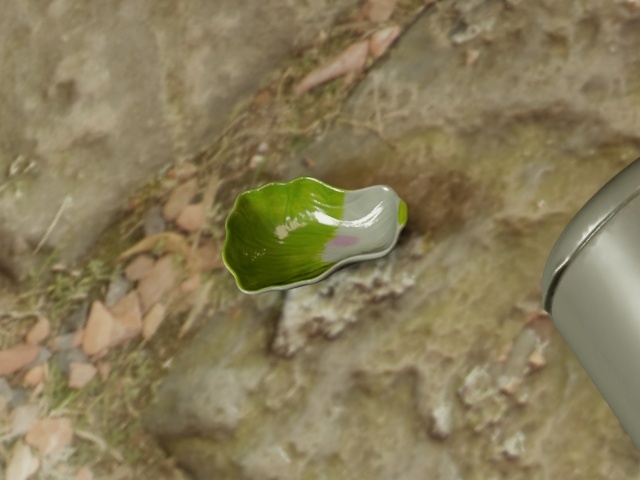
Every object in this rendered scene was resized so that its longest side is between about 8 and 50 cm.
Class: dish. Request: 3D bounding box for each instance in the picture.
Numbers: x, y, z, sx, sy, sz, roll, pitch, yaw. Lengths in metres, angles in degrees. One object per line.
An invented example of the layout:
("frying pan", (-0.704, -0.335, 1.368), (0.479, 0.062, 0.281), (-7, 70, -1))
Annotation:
("dish", (0.000, 0.000, 1.149), (0.137, 0.039, 0.091), (-8, 59, 13))

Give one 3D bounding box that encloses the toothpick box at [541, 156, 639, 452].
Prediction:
("toothpick box", (0.289, 0.089, 0.905), (0.229, 0.229, 0.316), (-31, 61, 2))
